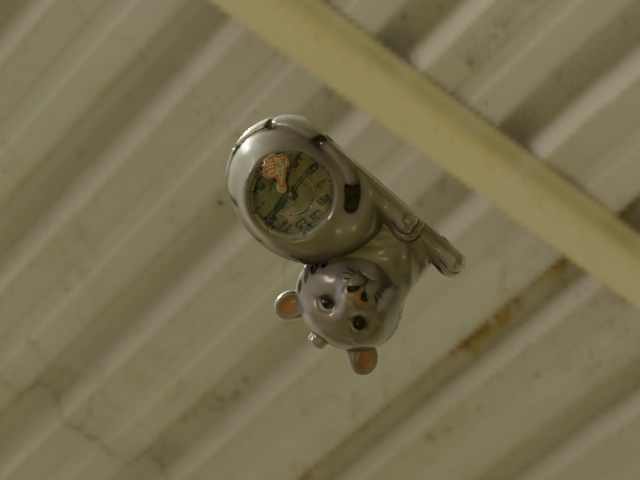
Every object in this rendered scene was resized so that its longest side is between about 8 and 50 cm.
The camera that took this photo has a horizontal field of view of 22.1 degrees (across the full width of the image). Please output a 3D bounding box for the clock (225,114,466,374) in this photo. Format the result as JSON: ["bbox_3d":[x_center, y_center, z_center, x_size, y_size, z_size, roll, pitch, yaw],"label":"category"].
[{"bbox_3d":[0.000,0.000,1.131,0.176,0.080,0.117,41,-87,-5],"label":"clock"}]
